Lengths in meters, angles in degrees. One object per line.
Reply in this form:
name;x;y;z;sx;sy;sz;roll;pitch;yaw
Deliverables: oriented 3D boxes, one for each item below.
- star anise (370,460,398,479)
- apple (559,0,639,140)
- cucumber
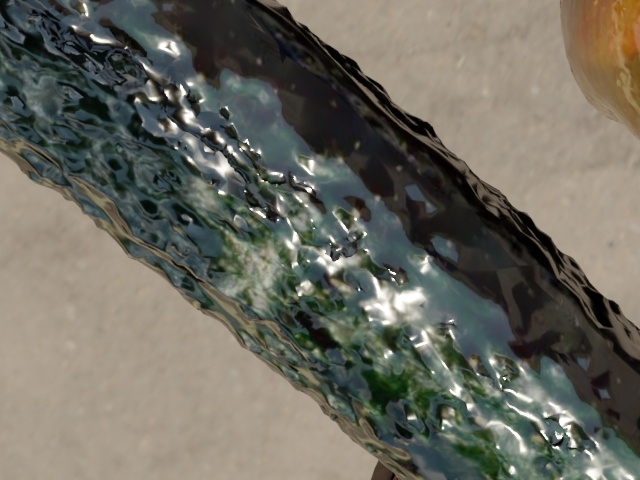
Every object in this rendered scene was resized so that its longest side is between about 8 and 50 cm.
star anise;0.046;0.114;0.610;0.053;0.212;0.157;36;165;-28
apple;0.299;-0.138;1.249;0.301;0.301;0.301;11;127;15
cucumber;0.001;-0.002;0.392;0.245;0.067;0.067;39;129;-13
